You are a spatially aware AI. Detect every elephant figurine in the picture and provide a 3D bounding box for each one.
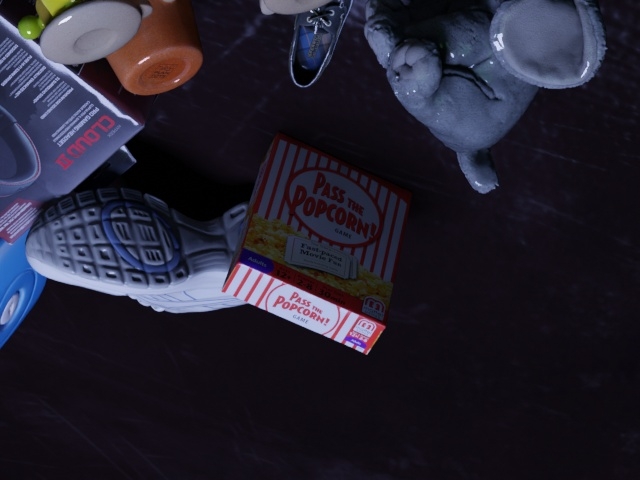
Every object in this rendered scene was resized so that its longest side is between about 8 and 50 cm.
[{"bbox_3d":[0.170,-0.192,1.557,0.239,0.169,0.186,-31,148,15],"label":"elephant figurine"}]

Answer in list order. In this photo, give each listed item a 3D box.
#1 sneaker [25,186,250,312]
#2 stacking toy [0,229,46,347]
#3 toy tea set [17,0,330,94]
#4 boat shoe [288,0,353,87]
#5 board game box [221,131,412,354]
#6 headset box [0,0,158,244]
[{"bbox_3d":[-0.146,0.027,1.785,0.297,0.111,0.129,6,147,-28],"label":"sneaker"},{"bbox_3d":[-0.441,0.004,1.878,0.302,0.166,0.175,27,137,9],"label":"stacking toy"},{"bbox_3d":[-0.089,-0.250,1.542,0.336,0.124,0.200,-27,159,9],"label":"toy tea set"},{"bbox_3d":[0.001,-0.197,1.653,0.049,0.040,0.142,14,132,0],"label":"boat shoe"},{"bbox_3d":[0.000,0.000,1.723,0.146,0.193,0.045,24,131,-9],"label":"board game box"},{"bbox_3d":[-0.302,-0.147,1.718,0.293,0.110,0.218,39,126,-21],"label":"headset box"}]
